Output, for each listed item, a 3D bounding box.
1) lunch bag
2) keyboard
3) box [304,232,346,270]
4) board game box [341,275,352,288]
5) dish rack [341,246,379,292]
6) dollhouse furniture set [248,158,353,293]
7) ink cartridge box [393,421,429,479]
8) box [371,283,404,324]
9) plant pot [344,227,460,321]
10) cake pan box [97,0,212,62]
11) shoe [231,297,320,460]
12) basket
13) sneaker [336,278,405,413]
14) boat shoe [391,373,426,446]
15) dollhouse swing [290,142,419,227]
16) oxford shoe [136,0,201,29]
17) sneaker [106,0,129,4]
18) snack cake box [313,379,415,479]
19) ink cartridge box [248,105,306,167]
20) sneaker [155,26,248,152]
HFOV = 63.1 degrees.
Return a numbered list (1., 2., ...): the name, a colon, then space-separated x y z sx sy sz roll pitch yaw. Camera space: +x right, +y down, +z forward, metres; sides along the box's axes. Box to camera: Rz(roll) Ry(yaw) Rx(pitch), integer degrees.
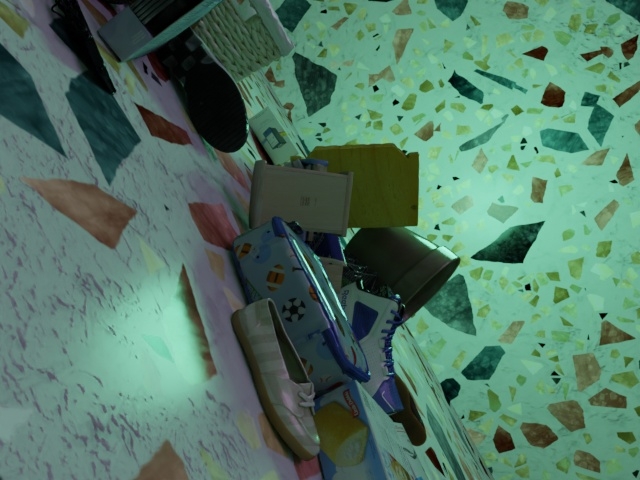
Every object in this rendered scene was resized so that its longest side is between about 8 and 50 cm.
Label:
1. lunch bag: -0.026 0.111 0.881 0.303 0.115 0.243 65 8 28
2. keyboard: -0.347 -0.301 0.737 0.192 0.038 0.100 61 -15 18
3. box: 0.000 0.000 1.254 0.037 0.136 0.225 4 55 -23
4. board game box: 0.094 0.139 1.696 0.213 0.046 0.317 48 15 -51
5. dish rack: 0.051 0.059 1.445 0.208 0.074 0.271 37 6 21
6. dollhouse furniture set: -0.090 -0.048 1.173 0.303 0.198 0.286 -165 -100 -67
7. ink cartridge box: 0.144 0.411 1.000 0.180 0.060 0.104 63 9 28
8. box: 0.136 0.199 1.391 0.077 0.147 0.180 59 8 -3
9. plant pot: 0.233 0.080 1.666 0.280 0.323 0.323 46 4 19
10. cake pan box: -0.252 -0.421 0.933 0.070 0.246 0.266 52 12 -22
11. shoe: -0.049 0.177 0.686 0.219 0.058 0.076 62 9 17
12. basket: -0.271 -0.591 1.332 0.328 0.267 0.331 54 11 -33
13. sneaker: 0.121 0.212 1.139 0.315 0.182 0.127 62 11 21
14. boat shoe: 0.198 0.411 1.302 0.073 0.073 0.206 -72 138 -81
15. dollhouse swing: 0.109 -0.180 1.578 0.305 0.347 0.314 -81 168 -61
16. oxford shoe: -0.364 -0.520 1.127 0.212 0.076 0.076 29 -19 -20
17. sneaker: -0.421 -0.567 1.012 0.107 0.124 0.283 101 -10 -62
18. snack cake box: 0.078 0.351 0.731 0.152 0.089 0.264 55 10 -39
19. ink cartridge box: -0.135 -0.319 1.747 0.212 0.093 0.154 60 8 19
20. sneaker: -0.232 -0.327 1.136 0.330 0.123 0.146 62 11 12
